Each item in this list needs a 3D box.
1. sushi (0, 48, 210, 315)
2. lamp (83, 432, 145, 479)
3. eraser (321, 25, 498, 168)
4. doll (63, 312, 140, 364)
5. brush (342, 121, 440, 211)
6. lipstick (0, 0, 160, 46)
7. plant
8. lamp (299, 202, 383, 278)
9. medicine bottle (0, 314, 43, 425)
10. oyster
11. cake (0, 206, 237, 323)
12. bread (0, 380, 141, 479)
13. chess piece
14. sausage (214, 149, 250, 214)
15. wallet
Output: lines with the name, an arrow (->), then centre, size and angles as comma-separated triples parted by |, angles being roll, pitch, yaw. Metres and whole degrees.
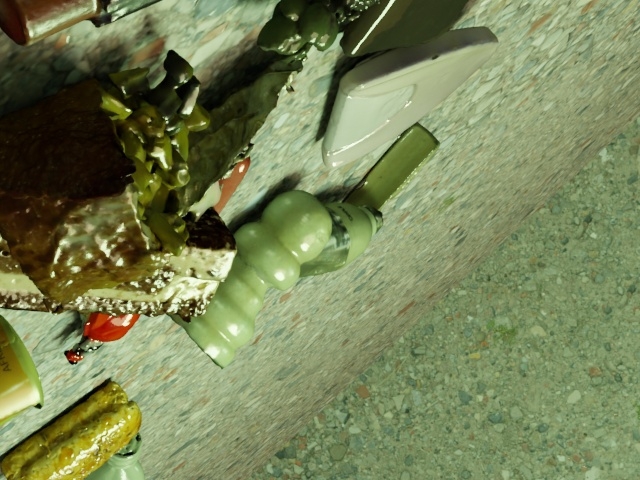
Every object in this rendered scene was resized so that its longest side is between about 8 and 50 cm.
sushi -> -0.166, -0.045, 0.901 | 0.179, 0.167, 0.296 | -17, 159, 0
lamp -> -0.346, 0.389, 1.917 | 0.106, 0.106, 0.193 | -31, 153, -35
eraser -> 0.108, -0.196, 1.356 | 0.243, 0.059, 0.204 | -32, 164, -21
doll -> -0.245, 0.093, 1.307 | 0.109, 0.057, 0.169 | -29, 162, -47
brush -> 0.080, -0.067, 1.710 | 0.282, 0.054, 0.048 | -49, 174, 31
lipstick -> -0.084, -0.205, 0.749 | 0.299, 0.081, 0.081 | -35, 165, -29
plant -> 0.012, -0.220, 0.992 | 0.174, 0.087, 0.085 | -44, 137, -8
lamp -> 0.000, 0.000, 1.606 | 0.250, 0.101, 0.101 | -21, 157, -46
medicine bottle -> -0.379, 0.158, 1.019 | 0.238, 0.124, 0.124 | -32, 164, -30
oyster -> -0.091, -0.107, 1.090 | 0.209, 0.072, 0.133 | -52, -172, 12
cake -> -0.220, -0.004, 1.109 | 0.246, 0.135, 0.112 | 6, 130, -30
bread -> -0.351, 0.293, 1.613 | 0.211, 0.083, 0.114 | -38, 163, -18
chess piece -> -0.084, 0.036, 1.453 | 0.243, 0.133, 0.133 | -44, 167, -6
sausage -> -0.139, -0.023, 1.287 | 0.034, 0.034, 0.253 | -25, 159, -48
wallet -> 0.141, -0.309, 1.123 | 0.165, 0.042, 0.309 | -25, 158, -45
